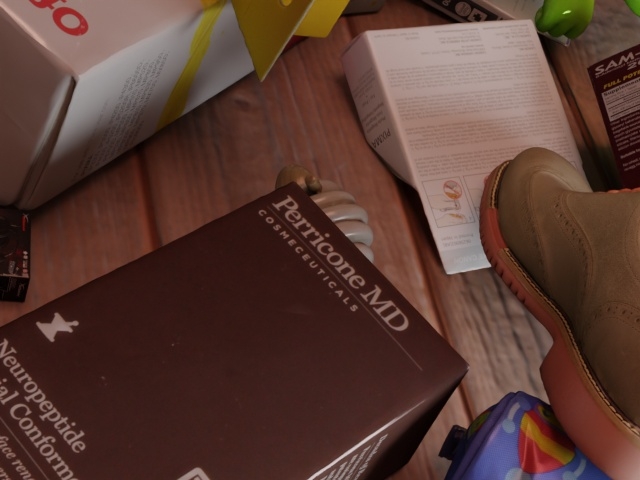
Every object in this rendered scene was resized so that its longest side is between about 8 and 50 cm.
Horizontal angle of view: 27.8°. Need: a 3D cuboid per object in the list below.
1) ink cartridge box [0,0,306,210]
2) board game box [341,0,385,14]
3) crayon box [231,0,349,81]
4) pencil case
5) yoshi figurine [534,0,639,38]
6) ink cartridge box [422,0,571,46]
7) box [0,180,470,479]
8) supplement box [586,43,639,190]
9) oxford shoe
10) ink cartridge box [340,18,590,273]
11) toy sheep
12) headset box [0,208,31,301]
[{"bbox_3d":[-0.185,-0.236,1.041,0.279,0.160,0.384,42,46,7],"label":"ink cartridge box"},{"bbox_3d":[0.019,-0.390,1.177,0.097,0.303,0.224,-13,57,-30],"label":"board game box"},{"bbox_3d":[-0.016,-0.294,0.933,0.081,0.202,0.319,1,57,-30],"label":"crayon box"},{"bbox_3d":[0.206,0.229,0.866,0.306,0.133,0.119,36,27,7],"label":"pencil case"},{"bbox_3d":[0.265,-0.297,1.274,0.362,0.204,0.203,12,10,-1],"label":"yoshi figurine"},{"bbox_3d":[0.177,-0.294,1.335,0.208,0.045,0.206,28,48,-3],"label":"ink cartridge box"},{"bbox_3d":[-0.107,0.131,0.811,0.381,0.143,0.191,-29,67,-39],"label":"box"},{"bbox_3d":[0.307,-0.044,1.121,0.130,0.073,0.239,48,28,-46],"label":"supplement box"},{"bbox_3d":[0.226,0.019,0.952,0.140,0.146,0.397,25,25,-22],"label":"oxford shoe"},{"bbox_3d":[0.139,-0.084,1.160,0.189,0.066,0.232,-9,77,-28],"label":"ink cartridge box"},{"bbox_3d":[0.000,0.000,0.996,0.091,0.091,0.132,-11,69,-29],"label":"toy sheep"},{"bbox_3d":[-0.251,0.008,0.924,0.083,0.032,0.062,7,50,-19],"label":"headset box"}]
